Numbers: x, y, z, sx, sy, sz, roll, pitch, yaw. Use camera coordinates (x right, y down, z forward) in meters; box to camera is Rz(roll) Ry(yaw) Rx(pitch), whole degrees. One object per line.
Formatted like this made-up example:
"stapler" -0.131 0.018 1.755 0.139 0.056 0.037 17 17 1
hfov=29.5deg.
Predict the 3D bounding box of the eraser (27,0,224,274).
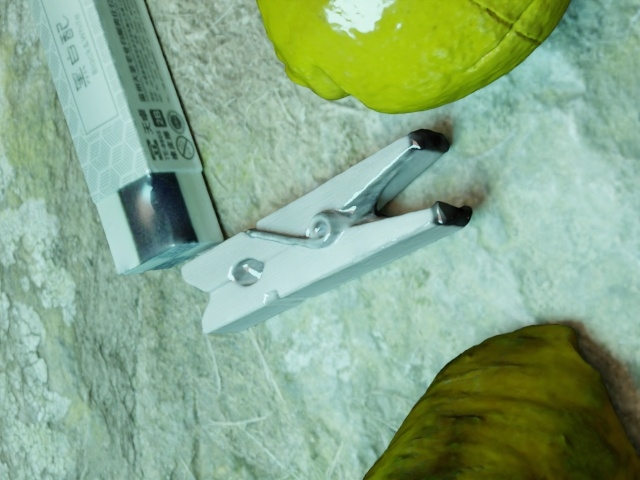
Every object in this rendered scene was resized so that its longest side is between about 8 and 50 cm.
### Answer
"eraser" -0.227 -0.168 1.352 0.096 0.098 0.404 -24 81 31

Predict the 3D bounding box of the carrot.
"carrot" 0.145 0.264 1.095 0.241 0.341 0.242 21 134 24

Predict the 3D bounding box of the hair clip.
"hair clip" -0.003 0.000 1.238 0.330 0.085 0.101 -27 78 31

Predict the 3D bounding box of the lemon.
"lemon" 0.081 -0.256 1.061 0.297 0.297 0.297 2 95 30
